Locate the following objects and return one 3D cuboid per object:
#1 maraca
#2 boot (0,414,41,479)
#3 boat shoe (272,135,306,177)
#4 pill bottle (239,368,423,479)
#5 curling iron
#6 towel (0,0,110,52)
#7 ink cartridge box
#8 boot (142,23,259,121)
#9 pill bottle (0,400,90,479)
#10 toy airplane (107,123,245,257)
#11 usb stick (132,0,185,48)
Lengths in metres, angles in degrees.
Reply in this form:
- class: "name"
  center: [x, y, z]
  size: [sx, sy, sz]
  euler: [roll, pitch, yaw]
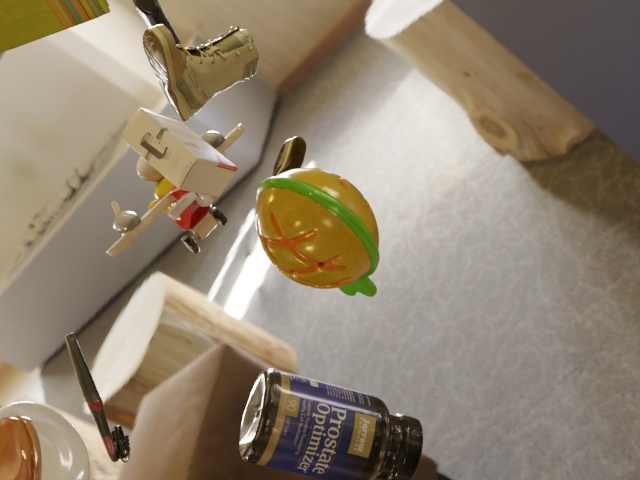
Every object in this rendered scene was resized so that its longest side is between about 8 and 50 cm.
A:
- class: "maraca"
  center: [0.000, 0.000, 0.800]
  size: [0.099, 0.127, 0.186]
  euler: [-54, -24, -20]
- class: "boot"
  center: [-0.465, 0.310, 1.016]
  size: [0.109, 0.220, 0.283]
  euler: [-24, 45, 38]
- class: "boat shoe"
  center: [-0.073, -0.147, 1.801]
  size: [0.049, 0.056, 0.152]
  euler: [-3, 60, 51]
- class: "pill bottle"
  center: [0.015, 0.249, 1.111]
  size: [0.123, 0.219, 0.123]
  euler: [-164, 90, -77]
- class: "curling iron"
  center: [-0.435, 0.306, 1.651]
  size: [0.035, 0.274, 0.068]
  euler: [-22, 10, 5]
- class: "towel"
  center: [-0.488, -0.391, 1.460]
  size: [0.237, 0.102, 0.021]
  euler: [-19, 54, 4]
- class: "ink cartridge box"
  center: [-0.323, -0.200, 1.964]
  size: [0.218, 0.158, 0.092]
  euler: [41, 105, 25]
- class: "boot"
  center: [-0.184, -0.296, 1.361]
  size: [0.165, 0.077, 0.213]
  euler: [-33, -23, -10]
- class: "pill bottle"
  center: [-0.635, 0.493, 1.611]
  size: [0.392, 0.224, 0.224]
  euler: [-39, 29, 24]
- class: "toy airplane"
  center: [-0.390, -0.143, 2.301]
  size: [0.384, 0.272, 0.386]
  euler: [-52, -8, 29]
- class: "usb stick"
  center: [-0.343, -0.457, 1.884]
  size: [0.045, 0.077, 0.278]
  euler: [-44, -16, -6]
